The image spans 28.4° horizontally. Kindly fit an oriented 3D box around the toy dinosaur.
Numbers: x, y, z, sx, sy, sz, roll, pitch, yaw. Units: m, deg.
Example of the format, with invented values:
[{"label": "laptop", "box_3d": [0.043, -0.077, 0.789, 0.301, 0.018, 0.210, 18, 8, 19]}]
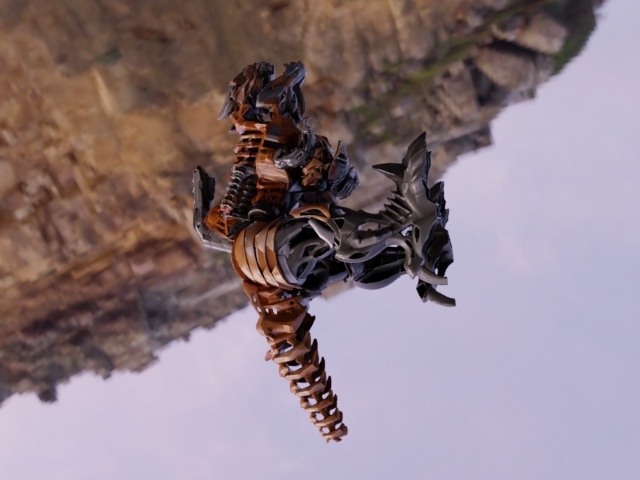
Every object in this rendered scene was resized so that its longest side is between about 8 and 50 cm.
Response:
[{"label": "toy dinosaur", "box_3d": [0.000, 0.000, 1.087, 0.218, 0.321, 0.164, -9, -175, 9]}]
